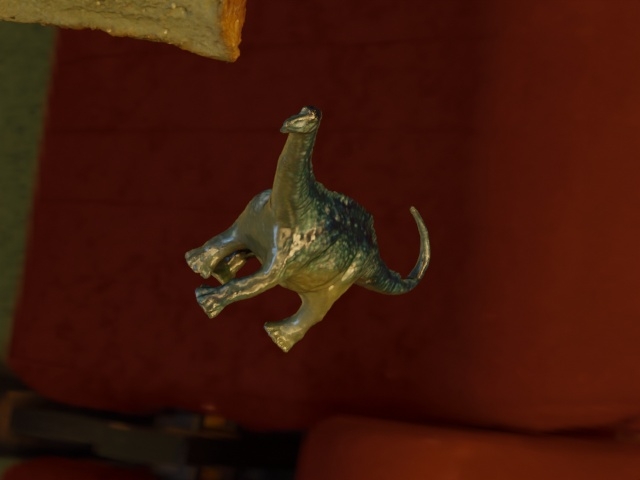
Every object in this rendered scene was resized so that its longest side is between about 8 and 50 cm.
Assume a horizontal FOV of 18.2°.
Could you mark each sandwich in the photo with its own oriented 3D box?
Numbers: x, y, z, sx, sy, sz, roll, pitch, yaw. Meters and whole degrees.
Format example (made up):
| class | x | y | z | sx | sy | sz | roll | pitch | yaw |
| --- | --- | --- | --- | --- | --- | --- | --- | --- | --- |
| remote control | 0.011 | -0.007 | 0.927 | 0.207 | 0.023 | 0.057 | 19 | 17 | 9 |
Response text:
| class | x | y | z | sx | sy | sz | roll | pitch | yaw |
| --- | --- | --- | --- | --- | --- | --- | --- | --- | --- |
| sandwich | -0.187 | -0.263 | 1.773 | 0.251 | 0.226 | 0.087 | 9 | 50 | 1 |

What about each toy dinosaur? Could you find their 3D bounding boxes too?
| class | x | y | z | sx | sy | sz | roll | pitch | yaw |
| --- | --- | --- | --- | --- | --- | --- | --- | --- | --- |
| toy dinosaur | -0.010 | 0.005 | 1.411 | 0.147 | 0.076 | 0.363 | -36 | 156 | 5 |
